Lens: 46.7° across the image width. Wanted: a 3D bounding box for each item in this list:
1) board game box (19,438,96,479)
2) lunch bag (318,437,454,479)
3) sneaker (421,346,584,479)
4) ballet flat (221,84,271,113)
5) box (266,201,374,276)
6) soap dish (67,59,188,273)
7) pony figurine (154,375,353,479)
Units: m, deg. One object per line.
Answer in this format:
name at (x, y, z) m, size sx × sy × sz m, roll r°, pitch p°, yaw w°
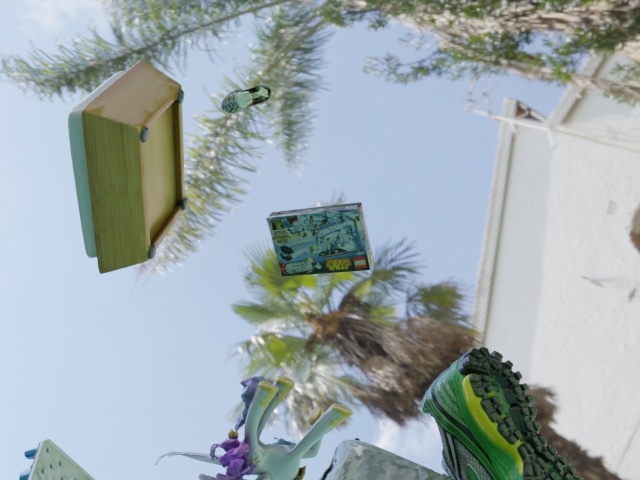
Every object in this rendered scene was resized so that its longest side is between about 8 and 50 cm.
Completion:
board game box at (-0.458, 0.632, 1.360) m, size 0.050 × 0.390 × 0.390 m, roll -18°, pitch -51°, yaw 13°
lunch bag at (0.053, 0.400, 0.862) m, size 0.305 × 0.256 × 0.212 m, roll -45°, pitch -34°, yaw -33°
sneaker at (0.257, 0.326, 1.014) m, size 0.134 × 0.343 × 0.146 m, roll -2°, pitch -32°, yaw -39°
ballet flat at (-0.131, -0.261, 1.351) m, size 0.114 × 0.041 × 0.041 m, roll -29°, pitch -56°, yaw -44°
box at (0.000, 0.000, 1.041) m, size 0.027 × 0.137 × 0.094 m, roll -53°, pitch -46°, yaw -60°
soap dish at (-0.307, -0.120, 1.229) m, size 0.229 × 0.118 × 0.290 m, roll -70°, pitch -13°, yaw -57°
pony figurine at (-0.145, 0.476, 1.602) m, size 0.351 × 0.303 × 0.363 m, roll 22°, pitch -86°, yaw -20°
